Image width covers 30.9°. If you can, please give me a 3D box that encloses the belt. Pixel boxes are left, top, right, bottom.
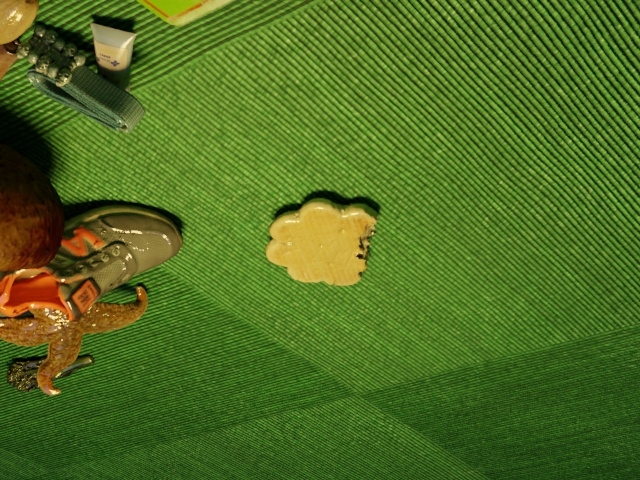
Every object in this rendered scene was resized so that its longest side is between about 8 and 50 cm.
[{"bbox_3d":[-0.325,-0.215,1.594,0.179,0.065,0.100,28,152,11],"label":"belt"}]

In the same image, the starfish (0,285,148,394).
[{"bbox_3d":[-0.466,0.129,2.089,0.327,0.094,0.375,7,118,-27],"label":"starfish"}]

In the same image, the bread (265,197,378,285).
[{"bbox_3d":[0.000,0.000,1.962,0.182,0.039,0.251,7,148,-2],"label":"bread"}]

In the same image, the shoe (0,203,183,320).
[{"bbox_3d":[-0.390,0.051,1.916,0.336,0.171,0.132,-12,133,-4],"label":"shoe"}]

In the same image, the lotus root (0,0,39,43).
[{"bbox_3d":[-0.421,-0.298,1.526,0.150,0.062,0.073,-27,136,38],"label":"lotus root"}]

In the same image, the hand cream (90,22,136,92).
[{"bbox_3d":[-0.290,-0.237,1.623,0.065,0.043,0.170,13,146,-1],"label":"hand cream"}]

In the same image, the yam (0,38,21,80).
[{"bbox_3d":[-0.498,-0.223,1.672,0.046,0.046,0.264,26,142,-29],"label":"yam"}]

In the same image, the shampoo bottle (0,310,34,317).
[{"bbox_3d":[-0.583,0.116,2.179,0.234,0.087,0.118,-10,152,21],"label":"shampoo bottle"}]

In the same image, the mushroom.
[{"bbox_3d":[-0.570,0.008,1.740,0.334,0.356,0.331,15,163,-1],"label":"mushroom"}]

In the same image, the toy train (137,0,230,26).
[{"bbox_3d":[-0.171,-0.388,1.264,0.249,0.173,0.307,-14,144,42],"label":"toy train"}]

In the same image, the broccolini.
[{"bbox_3d":[-0.579,0.281,2.463,0.203,0.068,0.091,-13,124,25],"label":"broccolini"}]
